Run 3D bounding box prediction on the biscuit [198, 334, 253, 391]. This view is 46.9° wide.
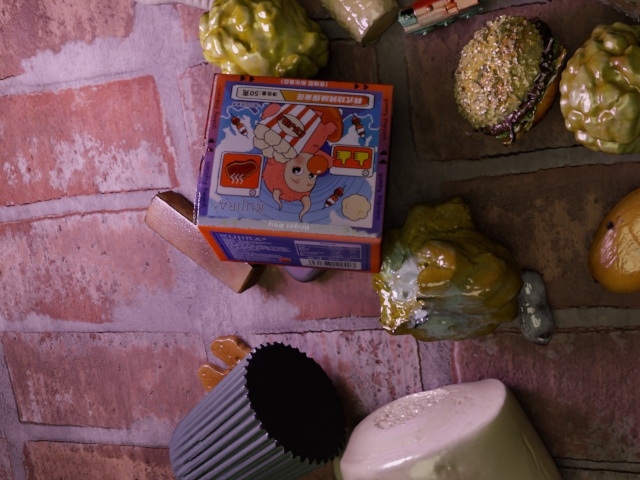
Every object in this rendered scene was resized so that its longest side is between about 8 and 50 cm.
[{"bbox_3d":[-0.164,0.361,1.843,0.295,0.044,0.186,34,116,10],"label":"biscuit"}]

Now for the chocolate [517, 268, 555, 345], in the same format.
[{"bbox_3d":[0.441,0.139,1.531,0.072,0.072,0.167,-15,96,24],"label":"chocolate"}]

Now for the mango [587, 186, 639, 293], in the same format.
[{"bbox_3d":[0.621,-0.011,1.405,0.157,0.109,0.262,45,110,17],"label":"mango"}]

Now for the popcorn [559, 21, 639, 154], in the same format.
[{"bbox_3d":[0.539,-0.256,1.287,0.270,0.258,0.224,5,114,-18],"label":"popcorn"}]

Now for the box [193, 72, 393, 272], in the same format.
[{"bbox_3d":[-0.038,-0.126,1.453,0.348,0.257,0.319,5,75,5],"label":"box"}]

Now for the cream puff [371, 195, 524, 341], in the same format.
[{"bbox_3d":[0.269,0.060,1.496,0.274,0.270,0.323,15,153,-14],"label":"cream puff"}]

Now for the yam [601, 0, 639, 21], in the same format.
[{"bbox_3d":[0.558,-0.441,1.285,0.259,0.106,0.106,25,113,-12],"label":"yam"}]

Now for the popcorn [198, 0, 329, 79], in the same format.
[{"bbox_3d":[-0.128,-0.408,1.539,0.241,0.235,0.250,-38,108,23],"label":"popcorn"}]

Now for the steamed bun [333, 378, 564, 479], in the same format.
[{"bbox_3d":[0.265,0.533,1.576,0.455,0.290,0.371,-27,93,25],"label":"steamed bun"}]

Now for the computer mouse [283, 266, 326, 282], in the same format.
[{"bbox_3d":[0.000,0.000,1.683,0.120,0.057,0.232,48,117,5],"label":"computer mouse"}]

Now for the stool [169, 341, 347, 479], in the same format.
[{"bbox_3d":[-0.157,0.439,1.688,0.330,0.297,0.297,-40,86,30],"label":"stool"}]

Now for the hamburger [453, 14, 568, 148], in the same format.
[{"bbox_3d":[0.343,-0.302,1.377,0.138,0.262,0.243,14,115,-24],"label":"hamburger"}]

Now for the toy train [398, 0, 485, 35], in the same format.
[{"bbox_3d":[0.233,-0.458,1.446,0.175,0.118,0.074,-13,95,22],"label":"toy train"}]

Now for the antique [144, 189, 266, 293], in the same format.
[{"bbox_3d":[-0.277,-0.003,1.773,0.310,0.093,0.087,35,113,11],"label":"antique"}]

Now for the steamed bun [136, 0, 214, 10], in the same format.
[{"bbox_3d":[-0.310,-0.674,1.527,0.367,0.255,0.342,2,141,-2],"label":"steamed bun"}]

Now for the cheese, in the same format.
[{"bbox_3d":[0.074,-0.497,1.516,0.167,0.094,0.123,51,125,9],"label":"cheese"}]
